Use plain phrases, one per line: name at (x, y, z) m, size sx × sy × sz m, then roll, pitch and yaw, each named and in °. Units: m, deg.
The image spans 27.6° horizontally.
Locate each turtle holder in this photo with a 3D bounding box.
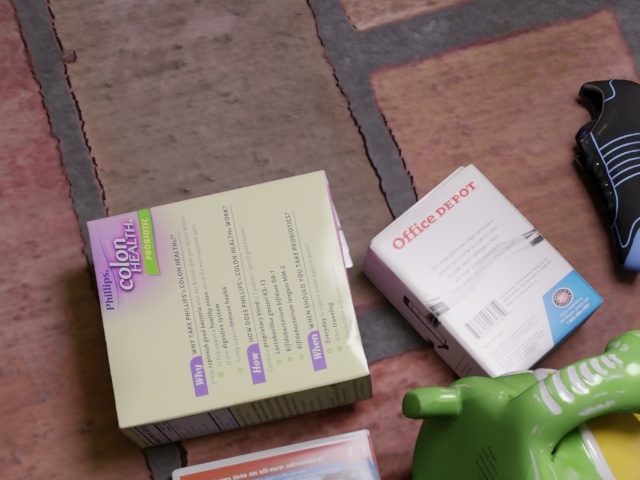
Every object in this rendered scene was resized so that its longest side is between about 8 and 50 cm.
turtle holder at (0.207, 0.210, 1.191) m, size 0.228 × 0.243 × 0.320 m, roll -6°, pitch 108°, yaw -24°

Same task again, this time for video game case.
video game case at (-0.018, 0.342, 1.261) m, size 0.204 × 0.025 × 0.285 m, roll -11°, pitch 71°, yaw -8°

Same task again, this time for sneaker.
sneaker at (0.322, -0.073, 1.418) m, size 0.091 × 0.081 × 0.232 m, roll 7°, pitch 62°, yaw 1°

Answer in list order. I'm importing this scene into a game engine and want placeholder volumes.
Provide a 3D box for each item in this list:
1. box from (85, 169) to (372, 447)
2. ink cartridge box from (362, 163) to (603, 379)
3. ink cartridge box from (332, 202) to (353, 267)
box at (-0.088, 0.071, 1.290) m, size 0.243 × 0.117 × 0.213 m, roll -12°, pitch 71°, yaw -1°
ink cartridge box at (0.165, 0.046, 1.353) m, size 0.148 × 0.086 × 0.203 m, roll -38°, pitch 76°, yaw -17°
ink cartridge box at (0.000, 0.000, 1.387) m, size 0.048 × 0.028 × 0.083 m, roll -15°, pitch 71°, yaw -8°
